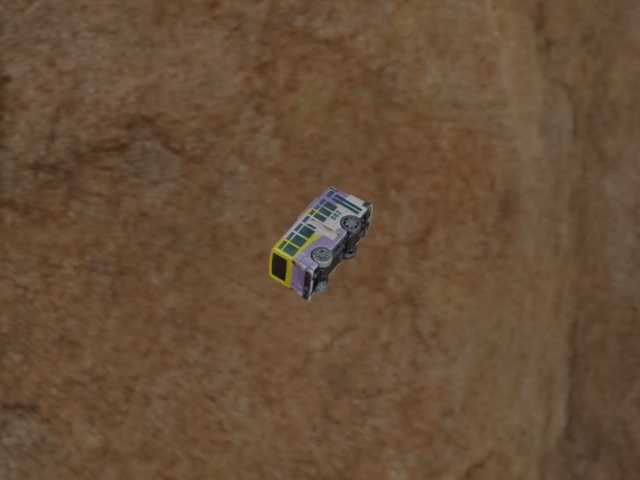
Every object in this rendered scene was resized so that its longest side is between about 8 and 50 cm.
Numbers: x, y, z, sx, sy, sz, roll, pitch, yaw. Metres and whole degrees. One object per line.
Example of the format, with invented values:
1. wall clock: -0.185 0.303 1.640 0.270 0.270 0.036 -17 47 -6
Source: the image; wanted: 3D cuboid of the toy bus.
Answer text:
1. toy bus: 0.000 0.000 1.475 0.058 0.052 0.102 30 55 16
